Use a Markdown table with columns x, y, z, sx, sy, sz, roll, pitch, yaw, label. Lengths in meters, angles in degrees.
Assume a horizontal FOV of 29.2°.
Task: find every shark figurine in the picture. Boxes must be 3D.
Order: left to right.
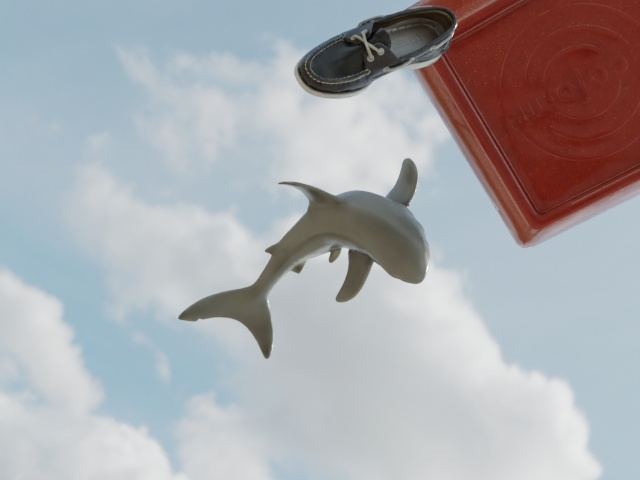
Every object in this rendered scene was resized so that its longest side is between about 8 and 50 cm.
| x | y | z | sx | sy | sz | roll | pitch | yaw | label |
| --- | --- | --- | --- | --- | --- | --- | --- | --- | --- |
| -0.013 | -0.008 | 1.148 | 0.116 | 0.166 | 0.278 | 32 | -37 | -32 | shark figurine |

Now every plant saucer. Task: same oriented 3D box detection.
| x | y | z | sx | sy | sz | roll | pitch | yaw | label |
| --- | --- | --- | --- | --- | --- | --- | --- | --- | --- |
| 0.229 | -0.141 | 1.082 | 0.258 | 0.048 | 0.259 | -28 | -74 | 19 | plant saucer |

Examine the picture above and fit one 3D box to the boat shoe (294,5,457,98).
| x | y | z | sx | sy | sz | roll | pitch | yaw | label |
| --- | --- | --- | --- | --- | --- | --- | --- | --- | --- |
| 0.040 | -0.131 | 0.840 | 0.046 | 0.125 | 0.038 | 65 | -28 | 15 | boat shoe |
